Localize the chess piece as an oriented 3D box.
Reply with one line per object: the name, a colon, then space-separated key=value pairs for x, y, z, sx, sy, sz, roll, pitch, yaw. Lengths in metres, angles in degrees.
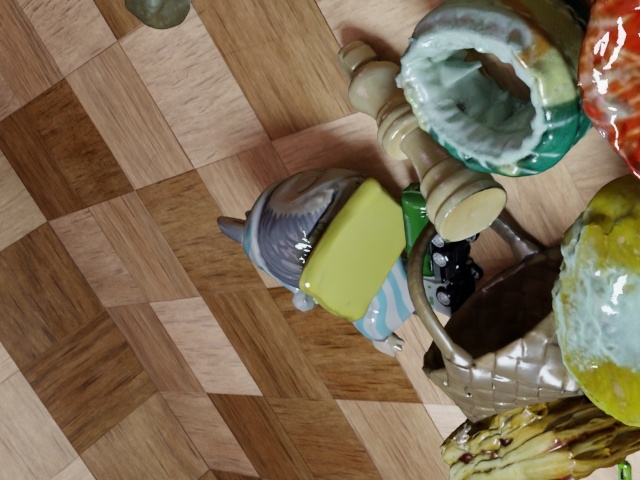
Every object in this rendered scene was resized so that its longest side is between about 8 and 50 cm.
chess piece: x=0.140 y=-0.178 z=1.506 sx=0.397 sy=0.117 sz=0.117 roll=59 pitch=155 yaw=32

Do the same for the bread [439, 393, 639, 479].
bread: x=0.389 y=0.316 z=1.646 sx=0.324 sy=0.277 sz=0.167 roll=-27 pitch=77 yaw=57

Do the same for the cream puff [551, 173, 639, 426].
cream puff: x=0.502 y=0.087 z=1.243 sx=0.378 sy=0.275 sz=0.378 roll=19 pitch=116 yaw=47

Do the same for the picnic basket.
picnic basket: x=0.265 y=0.093 z=1.506 sx=0.337 sy=0.293 sz=0.337 roll=23 pitch=140 yaw=21

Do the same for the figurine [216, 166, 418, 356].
figurine: x=0.000 y=0.000 z=1.847 sx=0.378 sy=0.266 sz=0.361 roll=30 pitch=159 yaw=47

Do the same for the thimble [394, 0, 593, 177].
thimble: x=0.251 y=-0.229 z=1.331 sx=0.288 sy=0.167 sz=0.254 roll=23 pitch=137 yaw=36

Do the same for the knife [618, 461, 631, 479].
knife: x=0.564 y=0.483 z=1.793 sx=0.054 sy=0.015 sz=0.212 roll=29 pitch=143 yaw=43

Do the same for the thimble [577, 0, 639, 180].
thimble: x=0.472 y=-0.204 z=1.024 sx=0.350 sy=0.230 sz=0.350 roll=31 pitch=141 yaw=29

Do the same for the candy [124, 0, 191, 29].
candy: x=-0.306 y=-0.508 z=1.802 sx=0.104 sy=0.102 sz=0.234 roll=40 pitch=144 yaw=18

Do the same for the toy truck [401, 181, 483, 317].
toy truck: x=0.206 y=0.013 z=1.686 sx=0.125 sy=0.101 sz=0.242 roll=21 pitch=136 yaw=37
